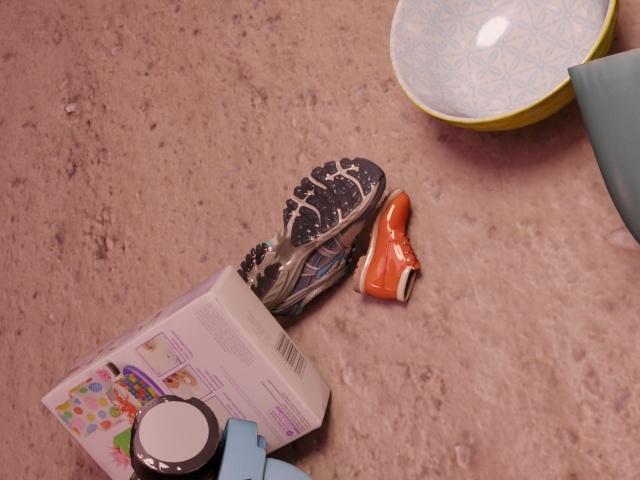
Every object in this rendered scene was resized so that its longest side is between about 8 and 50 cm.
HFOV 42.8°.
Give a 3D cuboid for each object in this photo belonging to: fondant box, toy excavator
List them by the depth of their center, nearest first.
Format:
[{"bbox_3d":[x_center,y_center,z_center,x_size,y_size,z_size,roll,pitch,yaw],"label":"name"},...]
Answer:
[{"bbox_3d":[-0.033,0.426,0.946,0.445,0.222,0.433,10,47,-6],"label":"toy excavator"},{"bbox_3d":[-0.188,0.218,1.148,0.330,0.238,0.096,-32,14,20],"label":"fondant box"}]

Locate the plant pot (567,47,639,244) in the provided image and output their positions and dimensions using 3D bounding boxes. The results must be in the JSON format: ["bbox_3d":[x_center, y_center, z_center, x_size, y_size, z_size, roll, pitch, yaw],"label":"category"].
[{"bbox_3d":[0.420,-0.095,0.816,0.293,0.293,0.235,-10,97,31],"label":"plant pot"}]

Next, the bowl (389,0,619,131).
[{"bbox_3d":[0.252,-0.257,1.057,0.289,0.156,0.290,-12,68,31],"label":"bowl"}]

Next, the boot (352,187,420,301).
[{"bbox_3d":[0.109,0.008,1.132,0.084,0.059,0.158,16,89,30],"label":"boot"}]

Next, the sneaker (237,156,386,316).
[{"bbox_3d":[0.000,0.000,1.162,0.283,0.122,0.110,-46,46,21],"label":"sneaker"}]
